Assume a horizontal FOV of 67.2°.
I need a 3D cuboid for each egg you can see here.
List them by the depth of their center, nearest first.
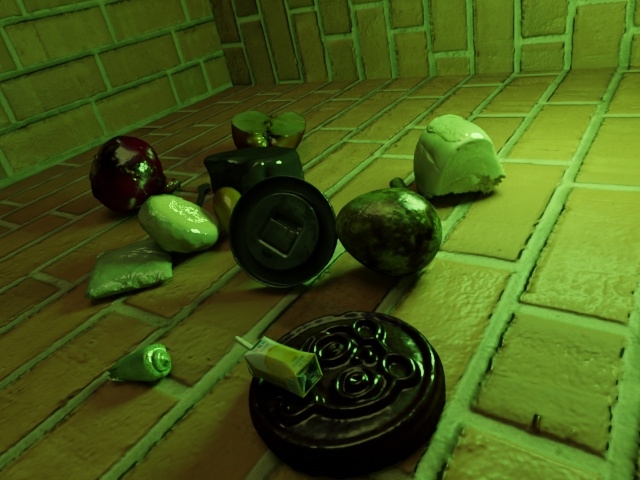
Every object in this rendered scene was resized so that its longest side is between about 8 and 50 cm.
[{"bbox_3d":[0.183,-0.027,1.296,0.290,0.238,0.238,16,27,-13],"label":"egg"}]

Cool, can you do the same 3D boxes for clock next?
[{"bbox_3d":[-0.105,-0.023,1.375,0.319,0.318,0.066,-6,-3,12],"label":"clock"}]

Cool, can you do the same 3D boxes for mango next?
[{"bbox_3d":[-0.312,-0.095,1.703,0.113,0.138,0.253,-19,53,-11],"label":"mango"}]

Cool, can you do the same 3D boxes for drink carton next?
[{"bbox_3d":[-0.097,0.244,0.968,0.200,0.074,0.084,8,38,41],"label":"drink carton"}]

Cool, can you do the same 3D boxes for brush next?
[{"bbox_3d":[-0.517,-0.177,2.072,0.062,0.027,0.266,-11,33,4],"label":"brush"}]

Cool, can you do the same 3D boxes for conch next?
[{"bbox_3d":[-0.436,0.297,1.175,0.170,0.079,0.106,-11,14,16],"label":"conch"}]

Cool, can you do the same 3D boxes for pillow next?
[{"bbox_3d":[-0.633,0.080,1.615,0.274,0.076,0.280,-15,30,-8],"label":"pillow"}]

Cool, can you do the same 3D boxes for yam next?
[{"bbox_3d":[0.295,-0.141,1.653,0.061,0.061,0.274,-13,31,-1],"label":"yam"}]

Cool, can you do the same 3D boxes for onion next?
[{"bbox_3d":[-0.793,-0.276,2.113,0.385,0.347,0.348,11,13,-37],"label":"onion"}]

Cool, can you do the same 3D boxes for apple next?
[{"bbox_3d":[-0.249,-0.515,2.292,0.329,0.295,0.365,-34,28,17],"label":"apple"}]

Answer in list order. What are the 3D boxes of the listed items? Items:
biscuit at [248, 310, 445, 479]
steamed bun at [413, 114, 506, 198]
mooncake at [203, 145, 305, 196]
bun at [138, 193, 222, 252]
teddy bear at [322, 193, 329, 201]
[{"bbox_3d":[0.048,0.284,0.990,0.408,0.091,0.407,-10,30,6],"label":"biscuit"},{"bbox_3d":[0.443,-0.264,1.661,0.272,0.273,0.290,-33,28,-3],"label":"steamed bun"},{"bbox_3d":[-0.244,-0.257,1.907,0.351,0.212,0.381,-23,28,-27],"label":"mooncake"},{"bbox_3d":[-0.486,-0.044,1.663,0.287,0.146,0.287,26,20,-10],"label":"bun"},{"bbox_3d":[-0.087,-0.056,1.558,0.144,0.171,0.251,31,47,0],"label":"teddy bear"}]
